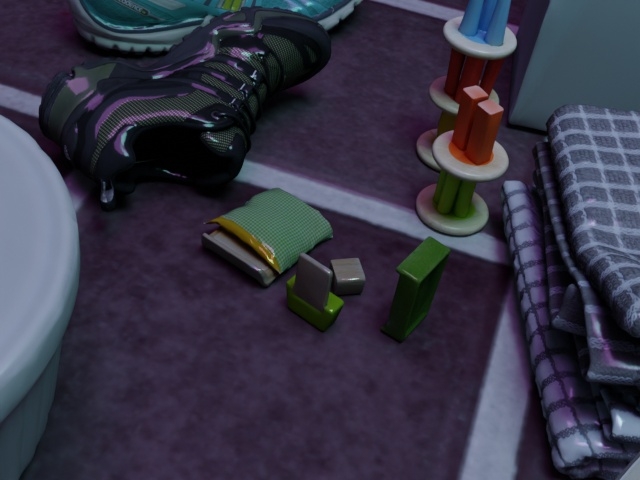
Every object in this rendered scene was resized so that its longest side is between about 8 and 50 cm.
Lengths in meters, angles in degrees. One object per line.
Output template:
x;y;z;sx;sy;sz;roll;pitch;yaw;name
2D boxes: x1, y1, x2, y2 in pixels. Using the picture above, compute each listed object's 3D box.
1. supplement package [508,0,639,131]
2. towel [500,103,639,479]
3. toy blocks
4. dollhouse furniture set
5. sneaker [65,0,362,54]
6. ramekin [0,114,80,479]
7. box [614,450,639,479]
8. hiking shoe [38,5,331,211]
0.274;-0.187;0.676;0.203;0.194;0.149;13;43;3;supplement package
0.264;0.021;0.510;0.283;0.121;0.235;7;42;-2;towel
0.105;-0.096;0.586;0.054;0.148;0.123;8;43;-1;toy blocks
0.000;0.000;0.532;0.151;0.058;0.076;32;47;22;dollhouse furniture set
-0.074;-0.228;0.722;0.275;0.110;0.107;-15;48;-24;sneaker
-0.248;0.047;0.391;0.273;0.127;0.273;5;44;-5;ramekin
0.210;0.207;0.324;0.275;0.094;0.113;38;50;26;box
-0.075;-0.089;0.611;0.227;0.086;0.114;-26;67;-25;hiking shoe
